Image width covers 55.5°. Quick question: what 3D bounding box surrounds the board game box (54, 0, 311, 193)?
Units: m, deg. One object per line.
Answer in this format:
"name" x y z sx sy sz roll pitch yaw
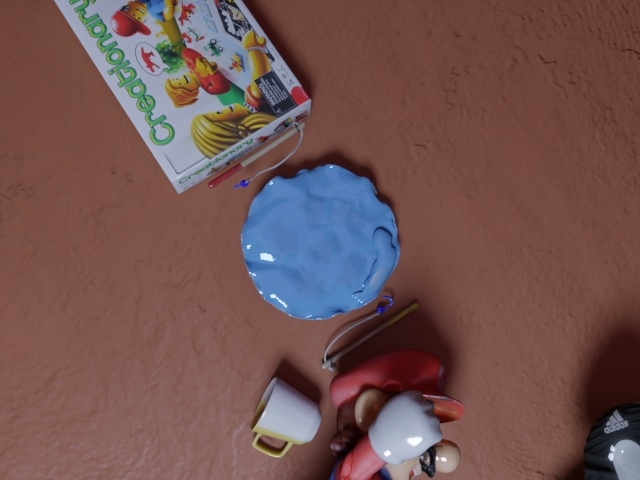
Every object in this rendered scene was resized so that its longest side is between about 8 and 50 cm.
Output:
"board game box" -0.174 -0.235 0.745 0.192 0.053 0.305 -33 82 -9

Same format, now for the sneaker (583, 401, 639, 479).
"sneaker" 0.427 0.367 0.539 0.257 0.169 0.448 7 59 -25

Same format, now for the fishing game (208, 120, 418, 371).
"fishing game" 0.000 0.000 0.716 0.189 0.041 0.264 -36 91 -10

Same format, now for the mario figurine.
"mario figurine" 0.064 0.255 0.581 0.170 0.198 0.321 35 62 -16

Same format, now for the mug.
"mug" -0.037 0.195 0.669 0.064 0.078 0.062 27 45 -7
